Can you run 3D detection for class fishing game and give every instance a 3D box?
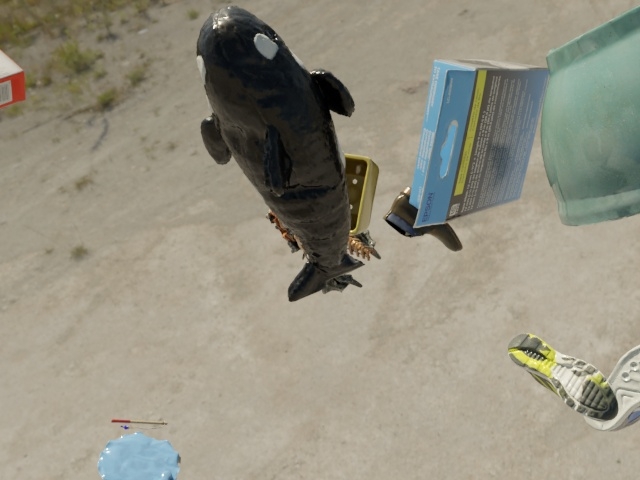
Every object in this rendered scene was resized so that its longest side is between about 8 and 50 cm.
[{"bbox_3d":[-0.415,0.517,1.576,0.189,0.041,0.264,6,30,-18],"label":"fishing game"}]

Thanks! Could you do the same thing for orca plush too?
[{"bbox_3d":[-0.045,-0.058,0.620,0.151,0.287,0.102,1,31,13],"label":"orca plush"}]

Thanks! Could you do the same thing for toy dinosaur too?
[{"bbox_3d":[0.000,0.000,1.411,0.164,0.218,0.322,-42,33,7],"label":"toy dinosaur"}]

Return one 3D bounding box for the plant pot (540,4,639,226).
[{"bbox_3d":[0.378,-0.166,0.782,0.293,0.196,0.293,-25,3,1],"label":"plant pot"}]

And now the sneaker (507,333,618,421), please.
[{"bbox_3d":[0.168,0.093,0.468,0.031,0.035,0.083,-51,49,2],"label":"sneaker"}]

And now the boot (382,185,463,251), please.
[{"bbox_3d":[0.262,-0.027,1.764,0.106,0.219,0.082,-45,2,-11],"label":"boot"}]

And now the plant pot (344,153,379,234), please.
[{"bbox_3d":[0.023,-0.052,0.750,0.081,0.082,0.083,12,4,21],"label":"plant pot"}]

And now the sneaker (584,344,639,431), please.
[{"bbox_3d":[0.825,0.365,1.751,0.323,0.236,0.130,-51,57,21],"label":"sneaker"}]

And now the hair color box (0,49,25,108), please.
[{"bbox_3d":[-0.399,-0.198,0.753,0.141,0.043,0.072,40,49,16],"label":"hair color box"}]

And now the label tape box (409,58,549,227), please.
[{"bbox_3d":[0.243,-0.175,1.158,0.115,0.249,0.347,24,26,38],"label":"label tape box"}]
